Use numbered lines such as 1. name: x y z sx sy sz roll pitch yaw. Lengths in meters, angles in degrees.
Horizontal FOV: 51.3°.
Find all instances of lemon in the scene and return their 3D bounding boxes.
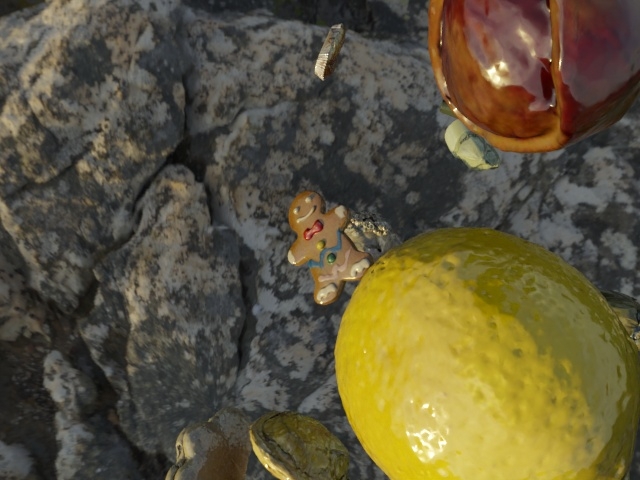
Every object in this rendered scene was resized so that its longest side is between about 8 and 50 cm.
1. lemon: 0.177 0.143 0.741 0.336 0.336 0.336 2 76 -8

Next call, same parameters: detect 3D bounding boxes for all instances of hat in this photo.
1. hat: 0.424 -0.264 1.835 0.122 0.081 0.166 -23 84 -11

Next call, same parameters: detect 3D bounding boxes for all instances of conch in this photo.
1. conch: 0.119 -0.009 1.783 0.178 0.245 0.163 21 117 -28

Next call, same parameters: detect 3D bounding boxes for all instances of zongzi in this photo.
1. zongzi: 0.626 0.170 1.582 0.274 0.251 0.125 15 97 10

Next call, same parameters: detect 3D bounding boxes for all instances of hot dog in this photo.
1. hot dog: 0.029 -0.519 1.841 0.053 0.099 0.192 15 53 5

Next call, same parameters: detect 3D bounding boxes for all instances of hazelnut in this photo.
1. hazelnut: 0.157 -0.147 0.506 0.160 0.201 0.170 2 84 -31

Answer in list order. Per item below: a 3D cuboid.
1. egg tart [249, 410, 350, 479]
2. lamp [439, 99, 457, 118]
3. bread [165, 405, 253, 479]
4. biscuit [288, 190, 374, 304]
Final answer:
1. egg tart: -0.020 0.457 1.457 0.290 0.291 0.107 34 95 1
2. lamp: 0.219 -0.256 1.086 0.054 0.121 0.041 12 39 5
3. bread: -0.256 0.529 1.531 0.183 0.102 0.337 40 38 -30
4. biscuit: -0.001 0.000 1.104 0.138 0.031 0.205 -40 55 22
